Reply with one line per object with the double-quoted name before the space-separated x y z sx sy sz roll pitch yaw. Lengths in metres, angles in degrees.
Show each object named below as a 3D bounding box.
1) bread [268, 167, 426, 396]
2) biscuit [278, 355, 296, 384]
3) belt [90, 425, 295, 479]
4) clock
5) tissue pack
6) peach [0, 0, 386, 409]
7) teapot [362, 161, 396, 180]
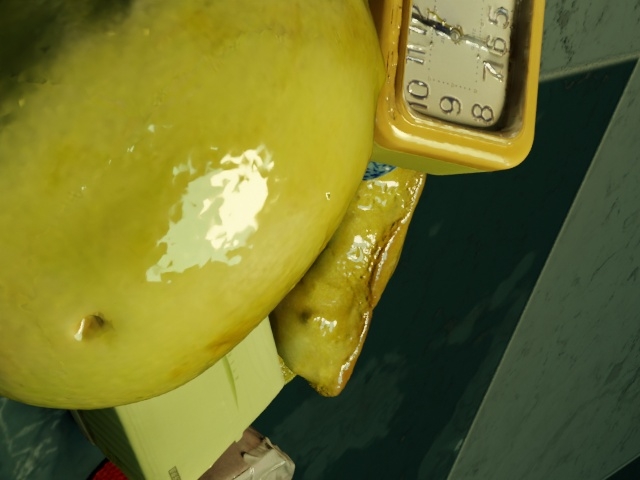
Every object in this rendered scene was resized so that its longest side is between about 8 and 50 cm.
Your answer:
"bread" 0.000 0.000 1.298 0.088 0.161 0.233 15 103 -44
"biscuit" -0.035 0.108 1.501 0.084 0.023 0.084 -39 148 -30
"belt" -0.119 0.243 1.411 0.201 0.124 0.128 -33 148 -35
"clock" 0.076 -0.152 1.019 0.143 0.096 0.202 9 84 -36
"tissue pack" -0.128 0.082 1.204 0.159 0.125 0.234 -43 152 -22
"peach" -0.118 -0.070 0.878 0.315 0.281 0.314 -46 -175 1
"teapot" 0.002 -0.134 1.155 0.159 0.159 0.232 7 99 -60
